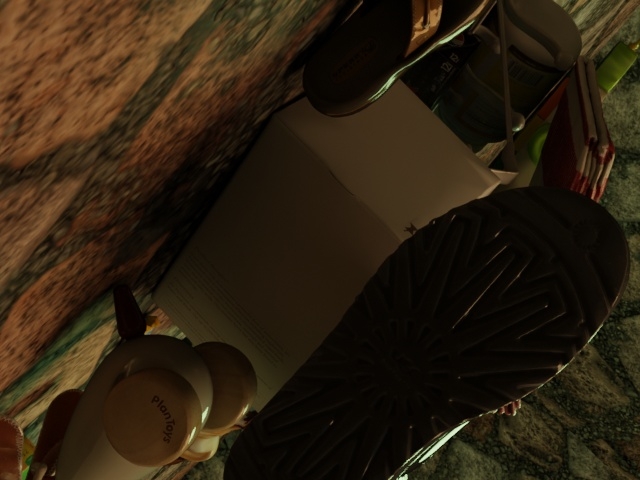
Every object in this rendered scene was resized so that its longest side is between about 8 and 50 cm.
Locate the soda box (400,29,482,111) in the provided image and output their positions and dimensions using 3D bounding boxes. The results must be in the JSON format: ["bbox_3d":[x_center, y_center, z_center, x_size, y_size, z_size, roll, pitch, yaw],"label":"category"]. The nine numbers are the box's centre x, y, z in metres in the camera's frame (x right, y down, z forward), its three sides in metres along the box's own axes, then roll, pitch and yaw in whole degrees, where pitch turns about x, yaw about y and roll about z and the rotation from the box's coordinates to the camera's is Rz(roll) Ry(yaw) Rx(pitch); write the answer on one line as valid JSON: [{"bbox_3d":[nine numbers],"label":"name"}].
[{"bbox_3d":[0.103,-0.166,1.397,0.053,0.060,0.169,-49,178,-35],"label":"soda box"}]

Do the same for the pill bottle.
[{"bbox_3d":[0.227,-0.204,1.670,0.117,0.117,0.215,-39,171,-43],"label":"pill bottle"}]

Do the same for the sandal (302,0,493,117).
[{"bbox_3d":[0.062,-0.188,1.045,0.219,0.090,0.060,-40,153,15],"label":"sandal"}]

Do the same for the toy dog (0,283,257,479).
[{"bbox_3d":[-0.228,0.163,1.206,0.334,0.161,0.220,-30,175,-3],"label":"toy dog"}]

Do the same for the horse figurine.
[{"bbox_3d":[-0.183,0.242,1.694,0.263,0.174,0.066,121,-24,-58],"label":"horse figurine"}]

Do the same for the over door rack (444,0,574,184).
[{"bbox_3d":[0.171,-0.116,1.453,0.239,0.108,0.324,125,-16,-50],"label":"over door rack"}]

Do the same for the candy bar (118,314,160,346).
[{"bbox_3d":[-0.216,0.130,1.440,0.040,0.018,0.161,-39,171,-44],"label":"candy bar"}]

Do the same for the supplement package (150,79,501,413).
[{"bbox_3d":[0.000,0.000,1.281,0.175,0.177,0.293,-36,169,-46],"label":"supplement package"}]

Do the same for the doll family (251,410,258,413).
[{"bbox_3d":[-0.142,0.215,2.101,0.163,0.118,0.263,-49,-167,-24],"label":"doll family"}]

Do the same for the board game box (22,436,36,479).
[{"bbox_3d":[-0.382,0.300,1.384,0.259,0.039,0.124,-39,172,-25],"label":"board game box"}]

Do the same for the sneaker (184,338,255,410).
[{"bbox_3d":[-0.126,0.177,1.770,0.235,0.094,0.153,-14,163,-6],"label":"sneaker"}]

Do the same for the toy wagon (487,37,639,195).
[{"bbox_3d":[0.281,-0.128,1.623,0.344,0.068,0.267,-52,178,22],"label":"toy wagon"}]

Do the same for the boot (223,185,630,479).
[{"bbox_3d":[0.121,0.093,1.185,0.367,0.146,0.445,-38,170,12],"label":"boot"}]

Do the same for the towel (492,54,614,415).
[{"bbox_3d":[0.236,-0.006,1.397,0.237,0.037,0.329,-78,-177,-61],"label":"towel"}]
